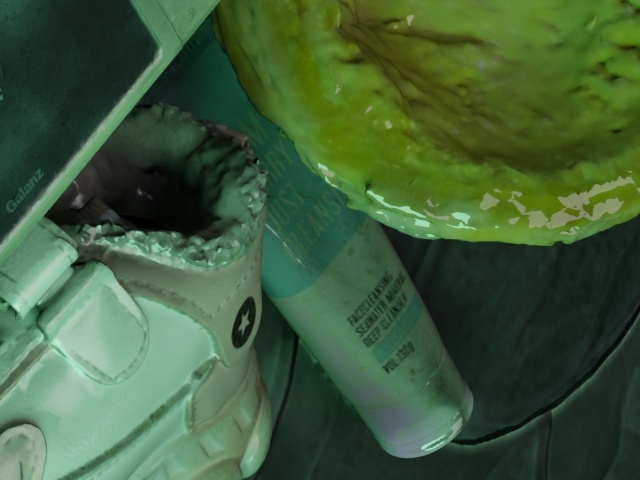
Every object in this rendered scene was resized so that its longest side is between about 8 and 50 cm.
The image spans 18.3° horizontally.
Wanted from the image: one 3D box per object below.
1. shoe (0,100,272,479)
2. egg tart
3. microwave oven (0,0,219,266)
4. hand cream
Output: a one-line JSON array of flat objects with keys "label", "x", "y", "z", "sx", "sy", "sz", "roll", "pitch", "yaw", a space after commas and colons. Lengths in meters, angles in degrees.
[{"label": "shoe", "x": -0.159, "y": 0.058, "z": 0.910, "sx": 0.351, "sy": 0.172, "sz": 0.198, "roll": -32, "pitch": 136, "yaw": -50}, {"label": "egg tart", "x": 0.087, "y": -0.130, "z": 1.085, "sx": 0.315, "sy": 0.315, "sz": 0.120, "roll": -54, "pitch": 179, "yaw": -18}, {"label": "microwave oven", "x": -0.186, "y": -0.087, "z": 0.828, "sx": 0.240, "sy": 0.194, "sz": 0.145, "roll": -53, "pitch": 139, "yaw": -20}, {"label": "hand cream", "x": 0.000, "y": 0.000, "z": 1.145, "sx": 0.111, "sy": 0.070, "sz": 0.312, "roll": -51, "pitch": 130, "yaw": -23}]
